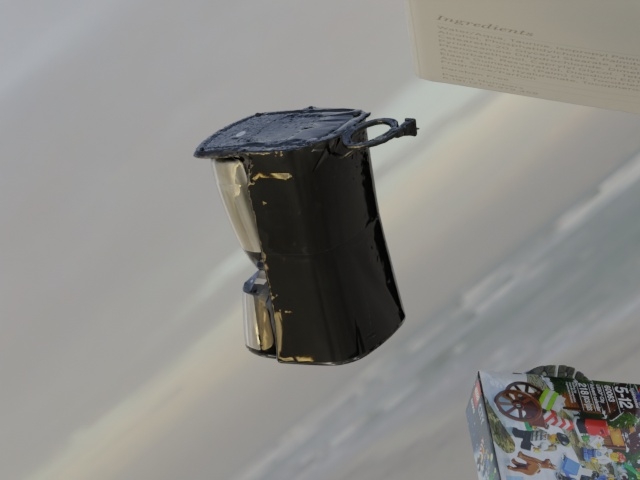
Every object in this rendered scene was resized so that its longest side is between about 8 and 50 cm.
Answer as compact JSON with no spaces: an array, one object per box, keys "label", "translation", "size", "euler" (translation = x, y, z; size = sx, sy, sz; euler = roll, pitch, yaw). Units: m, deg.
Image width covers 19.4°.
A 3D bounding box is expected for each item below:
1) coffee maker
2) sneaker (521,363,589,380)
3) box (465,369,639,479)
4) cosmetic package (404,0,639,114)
[{"label":"coffee maker","translation":[0.000,0.000,1.400],"size":[0.120,0.178,0.171],"euler":[-25,22,-29]},{"label":"sneaker","translation":[0.193,0.154,1.516],"size":[0.073,0.162,0.063],"euler":[-9,55,31]},{"label":"box","translation":[0.196,0.188,1.294],"size":[0.233,0.159,0.044],"euler":[-97,16,-52]},{"label":"cosmetic package","translation":[0.258,-0.324,1.657],"size":[0.393,0.327,0.329],"euler":[65,-144,-77]}]
